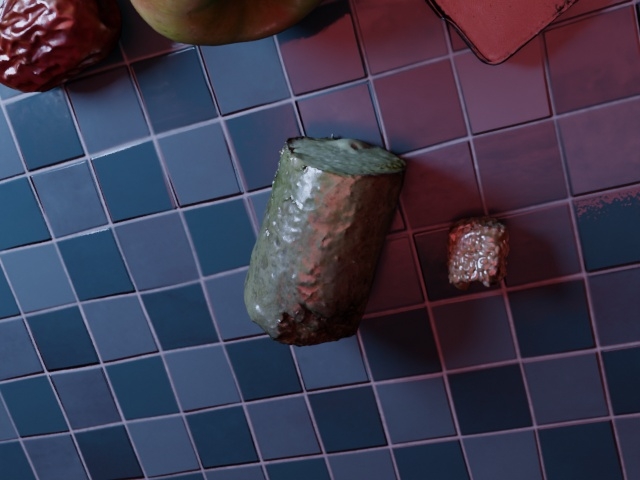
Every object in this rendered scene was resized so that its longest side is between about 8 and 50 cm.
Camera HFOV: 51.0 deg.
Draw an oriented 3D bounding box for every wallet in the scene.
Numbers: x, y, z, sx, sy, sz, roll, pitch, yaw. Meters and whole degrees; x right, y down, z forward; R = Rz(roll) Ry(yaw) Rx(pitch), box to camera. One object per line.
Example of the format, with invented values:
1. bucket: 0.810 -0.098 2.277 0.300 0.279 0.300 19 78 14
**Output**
1. wallet: 0.195 -0.403 0.912 0.172 0.045 0.318 -40 95 17

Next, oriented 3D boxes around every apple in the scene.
1. apple: -0.112 -0.415 0.839 0.319 0.319 0.277 -21 82 17

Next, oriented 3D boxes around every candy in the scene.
1. candy: 0.238 0.021 1.017 0.095 0.085 0.110 -3 97 20

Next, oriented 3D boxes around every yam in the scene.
1. yam: 0.000 0.000 1.006 0.195 0.195 0.300 18 108 6

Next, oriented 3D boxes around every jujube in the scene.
1. jujube: -0.410 -0.313 1.019 0.230 0.155 0.155 -30 99 26
